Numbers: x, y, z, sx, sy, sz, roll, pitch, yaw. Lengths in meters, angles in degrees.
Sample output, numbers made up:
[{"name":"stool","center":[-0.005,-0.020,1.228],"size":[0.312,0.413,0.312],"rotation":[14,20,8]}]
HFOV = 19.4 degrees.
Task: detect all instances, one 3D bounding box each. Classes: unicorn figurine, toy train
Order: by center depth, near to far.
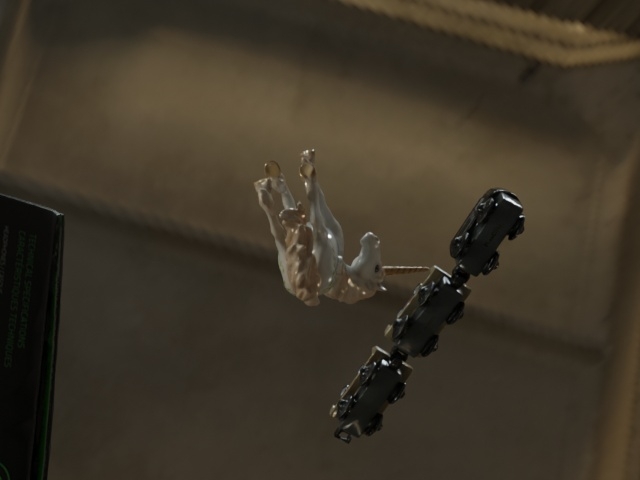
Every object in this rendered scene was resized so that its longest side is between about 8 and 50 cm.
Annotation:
[{"name":"toy train","center":[0.052,0.038,0.943],"size":[0.027,0.158,0.036],"rotation":[30,-161,-12]},{"name":"unicorn figurine","center":[0.000,0.000,1.182],"size":[0.162,0.060,0.111],"rotation":[-40,-67,-61]}]

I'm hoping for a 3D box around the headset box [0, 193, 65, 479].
[{"name":"headset box","center":[-0.220,0.130,0.662],"size":[0.131,0.283,0.246],"rotation":[18,-120,-30]}]
